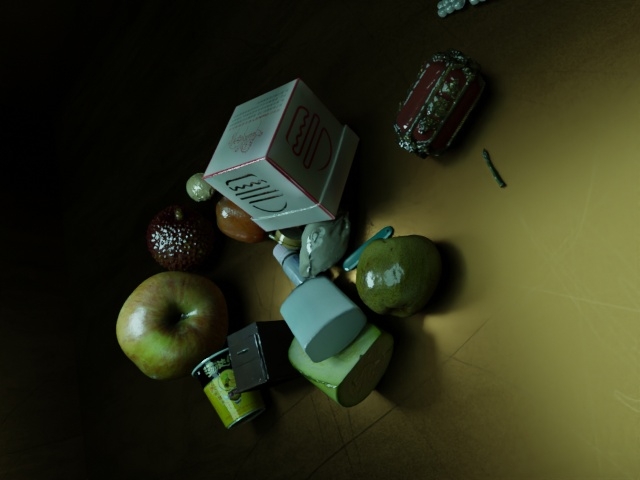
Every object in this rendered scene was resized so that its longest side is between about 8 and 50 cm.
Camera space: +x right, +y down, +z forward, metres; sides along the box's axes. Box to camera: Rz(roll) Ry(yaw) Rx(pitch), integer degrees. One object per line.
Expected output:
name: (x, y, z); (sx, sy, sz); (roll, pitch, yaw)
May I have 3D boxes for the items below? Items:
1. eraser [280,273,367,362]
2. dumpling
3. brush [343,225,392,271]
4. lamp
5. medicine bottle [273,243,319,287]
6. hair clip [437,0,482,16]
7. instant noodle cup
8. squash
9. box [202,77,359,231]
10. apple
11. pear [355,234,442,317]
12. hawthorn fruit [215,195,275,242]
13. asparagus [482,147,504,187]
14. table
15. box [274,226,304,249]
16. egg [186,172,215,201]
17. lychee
eraser: (-0.002, 0.212, 1.410); (0.189, 0.104, 0.290); (-35, 22, -7)
dumpling: (0.000, 0.000, 1.533); (0.247, 0.142, 0.172); (-54, 24, 0)
brush: (0.144, 0.027, 1.462); (0.193, 0.032, 0.043); (-41, 54, 17)
lamp: (0.301, -0.350, 1.270); (0.177, 0.177, 0.274); (43, 113, 37)
medicine bottle: (-0.081, 0.087, 1.621); (0.203, 0.083, 0.084); (48, 116, 34)
hair clip: (0.409, -0.690, 1.296); (0.220, 0.054, 0.141); (2, 92, 46)
instant noodle cup: (-0.309, 0.516, 1.712); (0.215, 0.215, 0.236); (-44, 65, 30)
squash: (0.027, 0.299, 1.412); (0.308, 0.210, 0.234); (31, 70, 37)
box: (-0.115, -0.245, 1.486); (0.314, 0.300, 0.313); (-8, 53, 42)
apple: (-0.540, 0.315, 1.814); (0.333, 0.399, 0.401); (-40, 57, 58)
pear: (0.205, 0.095, 1.283); (0.228, 0.188, 0.212); (-9, 76, 39)
hawthorn fruit: (-0.249, -0.074, 1.743); (0.251, 0.199, 0.200); (32, 108, 15)
asparagus: (0.430, -0.182, 1.228); (0.015, 0.014, 0.115); (-37, 61, 32)
table: (-0.192, 0.383, 1.624); (0.169, 0.172, 0.193); (-31, 65, 36)
box: (-0.100, -0.013, 1.635); (0.105, 0.105, 0.037); (45, 124, 37)
egg: (-0.493, -0.221, 2.028); (0.140, 0.118, 0.116); (3, 130, 34)
lychee: (-0.552, -0.008, 1.955); (0.276, 0.275, 0.305); (50, 143, 35)
